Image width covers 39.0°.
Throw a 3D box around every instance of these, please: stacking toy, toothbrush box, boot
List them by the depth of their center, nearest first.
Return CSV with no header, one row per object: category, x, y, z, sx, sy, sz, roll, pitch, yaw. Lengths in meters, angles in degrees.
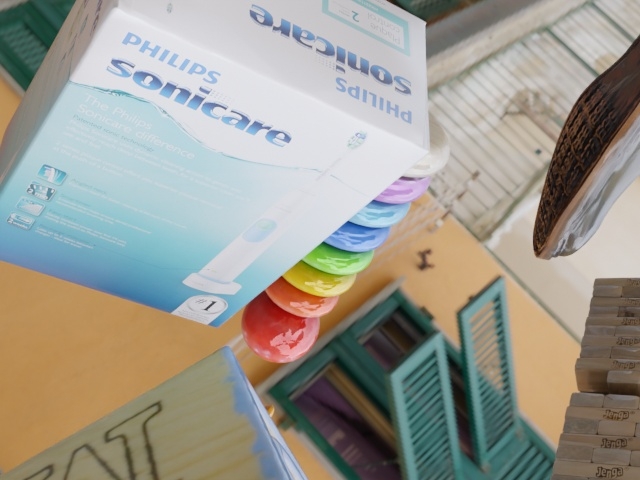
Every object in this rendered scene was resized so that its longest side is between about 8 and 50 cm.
boot,0.204,-0.066,0.495,0.082,0.106,0.219,-82,-167,-59
toothbrush box,-0.095,-0.072,0.649,0.295,0.216,0.126,-40,-142,47
stacking toy,0.000,0.000,0.959,0.141,0.141,0.330,-25,150,-56

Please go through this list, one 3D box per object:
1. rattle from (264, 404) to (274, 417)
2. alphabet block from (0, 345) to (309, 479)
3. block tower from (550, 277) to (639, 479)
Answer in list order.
rattle,-0.189,0.273,1.361,0.130,0.200,0.142,-24,139,-50
alphabet block,-0.086,0.221,0.575,0.197,0.192,0.193,-29,-157,-6
block tower,0.272,0.159,0.798,0.335,0.091,0.097,-56,137,-50
